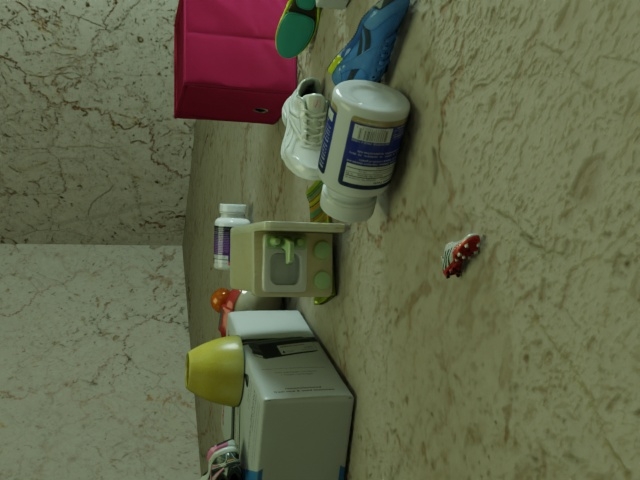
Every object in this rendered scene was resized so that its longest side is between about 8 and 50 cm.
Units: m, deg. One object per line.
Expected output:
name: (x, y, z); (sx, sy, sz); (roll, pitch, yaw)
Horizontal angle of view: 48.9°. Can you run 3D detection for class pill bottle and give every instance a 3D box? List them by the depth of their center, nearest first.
pill bottle: (0.055, -0.125, 1.019); (0.112, 0.111, 0.187); (-110, 27, -50)
pill bottle: (-0.263, -0.012, 2.096); (0.108, 0.108, 0.194); (-163, 74, -73)

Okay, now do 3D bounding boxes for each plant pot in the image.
plant pot: (-0.203, 0.245, 1.321); (0.134, 0.095, 0.134); (-177, 90, -72)

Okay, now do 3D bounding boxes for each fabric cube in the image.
fabric cube: (-0.211, -0.437, 1.681); (0.254, 0.258, 0.259); (157, 113, -71)

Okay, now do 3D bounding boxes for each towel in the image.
towel: (0.000, 0.000, 1.360); (0.102, 0.021, 0.237); (134, 134, -68)

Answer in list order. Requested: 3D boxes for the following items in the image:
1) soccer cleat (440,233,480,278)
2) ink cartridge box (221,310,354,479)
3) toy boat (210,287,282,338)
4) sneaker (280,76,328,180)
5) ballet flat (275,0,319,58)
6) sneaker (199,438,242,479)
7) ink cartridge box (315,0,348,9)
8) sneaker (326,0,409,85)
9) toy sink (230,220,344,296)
soccer cleat: (0.159, 0.011, 0.811); (0.083, 0.029, 0.036); (107, 153, -55)
ink cartridge box: (-0.083, 0.337, 1.368); (0.395, 0.166, 0.286); (-134, 48, -68)
toy boat: (-0.183, 0.150, 1.623); (0.231, 0.151, 0.151); (-19, -58, -65)
sneaker: (-0.024, -0.221, 1.342); (0.115, 0.090, 0.232); (118, 148, -50)
ballet flat: (-0.033, -0.478, 1.430); (0.231, 0.077, 0.077); (115, 173, -48)
sneaker: (-0.176, 0.444, 1.271); (0.077, 0.071, 0.178); (-123, 29, -43)
ink cartridge box: (0.027, -0.490, 1.230); (0.099, 0.056, 0.135); (138, 131, -69)
sneaker: (0.085, -0.282, 1.039); (0.082, 0.069, 0.209); (54, 146, 6)
toy sink: (-0.066, 0.037, 1.297); (0.234, 0.152, 0.131); (174, 96, -67)
